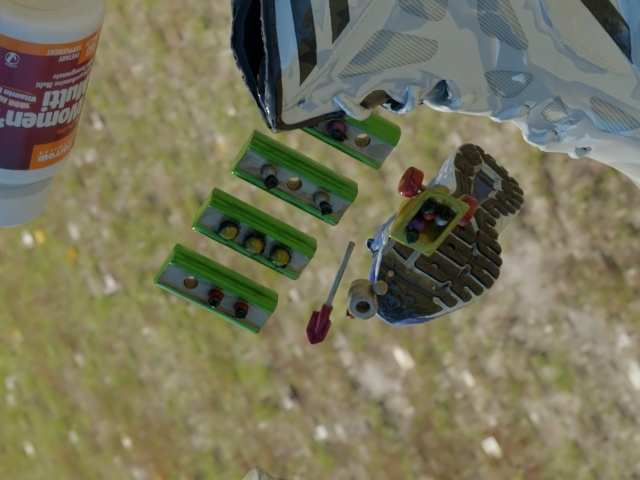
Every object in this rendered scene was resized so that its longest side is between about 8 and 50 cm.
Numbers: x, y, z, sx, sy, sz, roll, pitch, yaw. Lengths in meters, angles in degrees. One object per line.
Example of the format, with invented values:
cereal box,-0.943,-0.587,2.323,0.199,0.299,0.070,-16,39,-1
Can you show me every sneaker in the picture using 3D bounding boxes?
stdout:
sneaker,0.121,0.019,1.960,0.130,0.330,0.147,42,121,0
sneaker,0.092,-0.128,1.165,0.447,0.257,0.169,49,-168,-39

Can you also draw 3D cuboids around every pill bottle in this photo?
pill bottle,-0.260,-0.125,1.511,0.121,0.121,0.221,49,136,32

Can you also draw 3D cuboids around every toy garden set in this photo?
toy garden set,0.000,0.000,1.577,0.244,0.203,0.049,-54,19,25

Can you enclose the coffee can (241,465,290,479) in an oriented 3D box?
coffee can,0.064,0.258,0.967,0.275,0.202,0.201,19,155,-7
